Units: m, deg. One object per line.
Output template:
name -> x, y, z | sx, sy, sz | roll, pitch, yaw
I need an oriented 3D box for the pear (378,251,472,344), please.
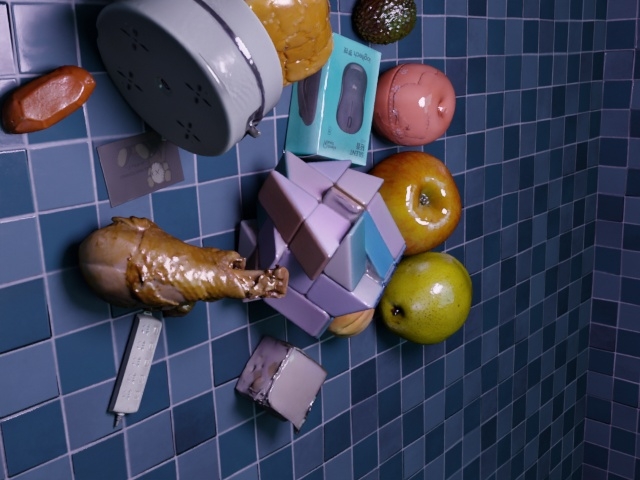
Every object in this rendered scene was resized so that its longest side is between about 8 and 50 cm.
pear -> 0.307, 0.170, 2.129 | 0.294, 0.294, 0.294 | -12, 107, -46

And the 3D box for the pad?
pad -> -0.369, -0.158, 1.507 | 0.190, 0.004, 0.127 | -28, 118, -41

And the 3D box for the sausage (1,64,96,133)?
sausage -> -0.487, -0.254, 1.299 | 0.179, 0.089, 0.089 | -42, 127, -23

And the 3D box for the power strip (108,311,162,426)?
power strip -> -0.398, 0.276, 1.546 | 0.060, 0.027, 0.253 | 21, 82, -48

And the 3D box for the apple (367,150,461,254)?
apple -> 0.261, -0.103, 2.019 | 0.301, 0.301, 0.301 | -12, 107, -46

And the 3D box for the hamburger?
hamburger -> -0.100, -0.451, 1.531 | 0.318, 0.318, 0.158 | 2, 53, -48

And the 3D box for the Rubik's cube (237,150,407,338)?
Rubik's cube -> 0.000, 0.000, 1.701 | 0.358, 0.368, 0.387 | -55, 179, 37

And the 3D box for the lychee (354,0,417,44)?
lychee -> 0.170, -0.590, 1.910 | 0.171, 0.171, 0.171 | -12, 107, -46

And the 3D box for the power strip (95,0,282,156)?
power strip -> -0.236, -0.324, 1.361 | 0.161, 0.357, 0.357 | -49, 130, -28

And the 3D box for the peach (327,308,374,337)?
peach -> 0.064, 0.164, 1.930 | 0.184, 0.184, 0.184 | -12, 107, -46

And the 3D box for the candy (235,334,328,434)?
candy -> -0.097, 0.357, 1.814 | 0.195, 0.137, 0.185 | 45, 64, -41

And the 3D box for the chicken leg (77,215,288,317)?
chicken leg -> -0.271, 0.077, 1.475 | 0.295, 0.409, 0.182 | 98, -5, -59

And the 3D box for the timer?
timer -> 0.252, -0.371, 1.991 | 0.229, 0.215, 0.229 | -12, 107, -46

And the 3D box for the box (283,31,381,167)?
box -> 0.034, -0.348, 1.830 | 0.205, 0.118, 0.311 | 7, 93, -47
